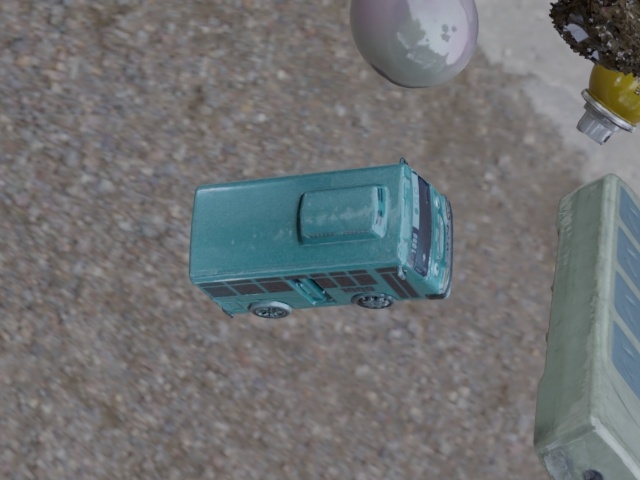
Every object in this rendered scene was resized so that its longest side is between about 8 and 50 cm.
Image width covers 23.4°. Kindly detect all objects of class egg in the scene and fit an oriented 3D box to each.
[{"bbox_3d":[0.076,-0.179,1.261,0.103,0.135,0.103,-7,129,-9],"label":"egg"}]

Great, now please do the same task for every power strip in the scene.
[{"bbox_3d":[0.110,0.048,0.540,0.029,0.227,0.080,-29,108,24],"label":"power strip"}]

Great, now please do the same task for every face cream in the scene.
[{"bbox_3d":[0.440,-0.267,1.926,0.105,0.105,0.348,26,111,-31],"label":"face cream"}]

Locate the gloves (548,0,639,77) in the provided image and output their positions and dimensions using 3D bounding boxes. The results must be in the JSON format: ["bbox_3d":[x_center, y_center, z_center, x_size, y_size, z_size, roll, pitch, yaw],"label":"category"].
[{"bbox_3d":[0.372,-0.226,1.546,0.135,0.312,0.210,-61,144,-8],"label":"gloves"}]

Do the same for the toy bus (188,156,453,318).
[{"bbox_3d":[0.000,0.000,1.619,0.147,0.256,0.128,44,45,-60],"label":"toy bus"}]
